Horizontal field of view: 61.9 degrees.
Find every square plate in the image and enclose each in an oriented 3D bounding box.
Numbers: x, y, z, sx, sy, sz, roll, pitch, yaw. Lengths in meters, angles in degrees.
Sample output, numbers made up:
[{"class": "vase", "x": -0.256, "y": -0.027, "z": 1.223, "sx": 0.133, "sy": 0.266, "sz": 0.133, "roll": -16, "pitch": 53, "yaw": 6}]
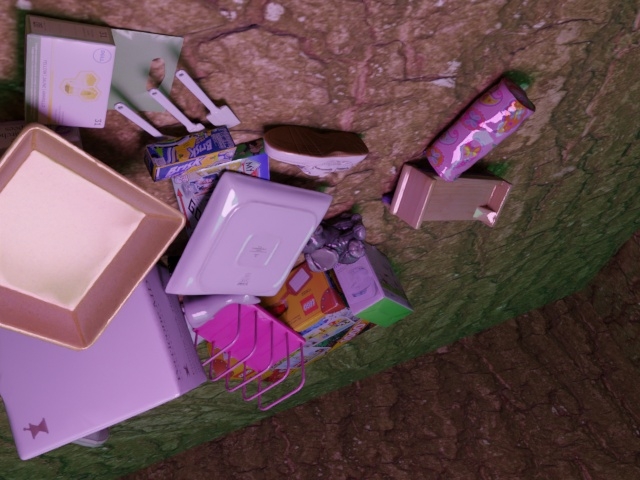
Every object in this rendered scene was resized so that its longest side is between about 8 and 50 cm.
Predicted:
[{"class": "square plate", "x": -0.157, "y": 0.014, "z": 1.299, "sx": 0.347, "sy": 0.049, "sz": 0.344, "roll": 8, "pitch": 122, "yaw": -45}]

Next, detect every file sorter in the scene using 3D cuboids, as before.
[{"class": "file sorter", "x": -0.206, "y": 0.337, "z": 1.567, "sx": 0.202, "sy": 0.182, "sz": 0.290, "roll": -36, "pitch": 123, "yaw": 20}]

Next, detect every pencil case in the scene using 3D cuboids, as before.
[{"class": "pencil case", "x": 0.397, "y": -0.275, "z": 1.352, "sx": 0.124, "sy": 0.124, "sz": 0.284, "roll": 5, "pitch": 141, "yaw": -42}]

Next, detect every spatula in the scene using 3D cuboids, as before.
[{"class": "spatula", "x": -0.261, "y": -0.224, "z": 0.989, "sx": 0.168, "sy": 0.019, "sz": 0.242, "roll": -24, "pitch": 166, "yaw": 7}]

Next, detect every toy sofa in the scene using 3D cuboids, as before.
[{"class": "toy sofa", "x": 0.366, "y": -0.139, "z": 1.557, "sx": 0.362, "sy": 0.177, "sz": 0.150, "roll": -2, "pitch": 120, "yaw": -35}]

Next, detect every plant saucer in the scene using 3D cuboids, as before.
[{"class": "plant saucer", "x": -0.462, "y": 0.002, "z": 0.937, "sx": 0.333, "sy": 0.081, "sz": 0.332, "roll": -52, "pitch": 137, "yaw": 0}]

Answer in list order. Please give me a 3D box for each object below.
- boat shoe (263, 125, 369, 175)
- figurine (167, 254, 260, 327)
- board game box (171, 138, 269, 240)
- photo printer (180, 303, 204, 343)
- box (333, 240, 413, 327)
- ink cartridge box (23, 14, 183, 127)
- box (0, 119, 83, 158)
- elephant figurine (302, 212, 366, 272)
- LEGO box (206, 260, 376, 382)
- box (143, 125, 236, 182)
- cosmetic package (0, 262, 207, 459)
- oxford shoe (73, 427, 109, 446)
[{"class": "boat shoe", "x": -0.016, "y": -0.188, "z": 1.201, "sx": 0.276, "sy": 0.098, "sz": 0.096, "roll": -2, "pitch": 144, "yaw": -37}, {"class": "figurine", "x": -0.273, "y": 0.113, "z": 1.422, "sx": 0.209, "sy": 0.092, "sz": 0.215, "roll": -16, "pitch": 122, "yaw": -9}, {"class": "board game box", "x": -0.225, "y": -0.095, "z": 1.259, "sx": 0.213, "sy": 0.046, "sz": 0.317, "roll": -16, "pitch": 151, "yaw": -13}, {"class": "photo printer", "x": -0.506, "y": 0.300, "z": 1.655, "sx": 0.307, "sy": 0.107, "sz": 0.256, "roll": -39, "pitch": 149, "yaw": 25}, {"class": "box", "x": 0.172, "y": 0.141, "z": 1.765, "sx": 0.126, "sy": 0.231, "sz": 0.262, "roll": -34, "pitch": 151, "yaw": 17}, {"class": "ink cartridge box", "x": -0.350, "y": -0.263, "z": 0.869, "sx": 0.234, "sy": 0.056, "sz": 0.171, "roll": -2, "pitch": 145, "yaw": -32}, {"class": "box", "x": -0.571, "y": -0.148, "z": 0.884, "sx": 0.323, "sy": 0.063, "sz": 0.067, "roll": -12, "pitch": 150, "yaw": -21}, {"class": "elephant figurine", "x": 0.000, "y": 0.000, "z": 1.513, "sx": 0.239, "sy": 0.186, "sz": 0.169, "roll": -6, "pitch": -171, "yaw": -10}, {"class": "LEGO box", "x": -0.089, "y": 0.295, "z": 1.871, "sx": 0.500, "sy": 0.193, "sz": 0.372, "roll": -34, "pitch": 151, "yaw": 18}, {"class": "box", "x": -0.255, "y": -0.170, "z": 1.049, "sx": 0.168, "sy": 0.054, "sz": 0.059, "roll": -20, "pitch": 166, "yaw": -28}, {"class": "cosmetic package", "x": -0.490, "y": 0.248, "z": 1.230, "sx": 0.327, "sy": 0.330, "sz": 0.394, "roll": -21, "pitch": 172, "yaw": -7}, {"class": "oxford shoe", "x": -0.881, "y": 0.655, "z": 1.954, "sx": 0.130, "sy": 0.169, "sz": 0.449, "roll": -55, "pitch": 160, "yaw": -18}]
